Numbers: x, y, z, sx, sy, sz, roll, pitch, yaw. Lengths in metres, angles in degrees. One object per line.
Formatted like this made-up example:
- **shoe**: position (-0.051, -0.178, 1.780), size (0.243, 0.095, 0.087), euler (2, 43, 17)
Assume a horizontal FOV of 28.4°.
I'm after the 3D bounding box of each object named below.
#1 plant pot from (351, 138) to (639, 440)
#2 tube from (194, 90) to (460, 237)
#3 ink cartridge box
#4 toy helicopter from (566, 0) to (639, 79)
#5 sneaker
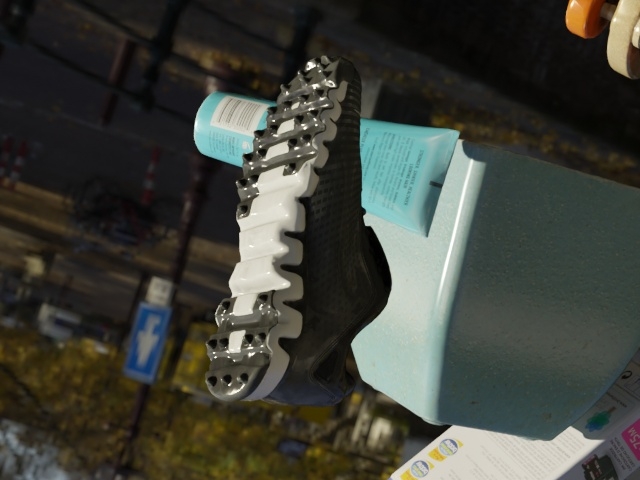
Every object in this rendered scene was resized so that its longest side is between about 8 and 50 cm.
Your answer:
- **plant pot**: position (0.159, 0.045, 1.195), size (0.247, 0.252, 0.248), euler (12, -175, -25)
- **tube**: position (0.001, -0.067, 0.958), size (0.207, 0.080, 0.052), euler (17, -173, 28)
- **ink cartridge box**: position (0.194, 0.224, 1.258), size (0.065, 0.311, 0.186), euler (56, 174, -22)
- **toy helicopter**: position (0.467, -0.367, 1.590), size (0.140, 0.355, 0.235), euler (31, -169, 29)
- **sneaker**: position (0.000, 0.000, 0.803), size (0.106, 0.234, 0.078), euler (25, 158, -35)
